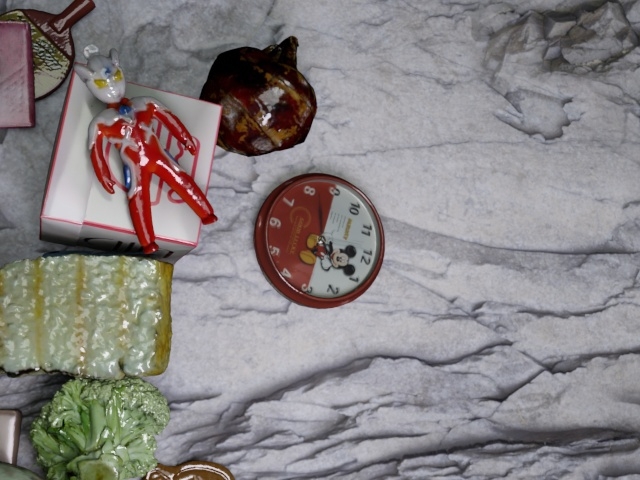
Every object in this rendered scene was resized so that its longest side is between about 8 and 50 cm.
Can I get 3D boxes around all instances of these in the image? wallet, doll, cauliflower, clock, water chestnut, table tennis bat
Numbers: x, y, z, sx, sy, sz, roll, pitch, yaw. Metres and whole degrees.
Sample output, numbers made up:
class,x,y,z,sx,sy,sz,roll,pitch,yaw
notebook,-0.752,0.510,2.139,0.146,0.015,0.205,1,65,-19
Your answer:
class,x,y,z,sx,sy,sz,roll,pitch,yaw
wallet,-0.673,-0.352,1.749,0.119,0.025,0.232,-3,86,-15
doll,-0.332,-0.177,1.492,0.188,0.099,0.384,-30,97,-22
cauliflower,-0.435,0.401,1.602,0.272,0.250,0.275,4,116,-10
wallet,-0.667,0.414,1.650,0.118,0.039,0.152,5,81,-18
clock,0.000,0.000,1.890,0.318,0.080,0.318,4,79,-20
water chestnut,-0.135,-0.311,1.802,0.289,0.289,0.244,-13,104,-18
table tennis bat,-0.621,-0.431,1.802,0.200,0.038,0.310,45,76,-6

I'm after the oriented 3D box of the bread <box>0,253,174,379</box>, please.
class,x,y,z,sx,sy,sz,roll,pitch,yaw
bread,-0.485,0.154,1.631,0.395,0.264,0.239,-1,84,-2

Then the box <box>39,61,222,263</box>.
class,x,y,z,sx,sy,sz,roll,pitch,yaw
box,-0.393,-0.137,1.675,0.300,0.314,0.312,12,78,-17

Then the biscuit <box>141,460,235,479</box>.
class,x,y,z,sx,sy,sz,roll,pitch,yaw
biscuit,-0.290,0.600,1.727,0.257,0.049,0.273,11,77,-14

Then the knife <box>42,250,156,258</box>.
class,x,y,z,sx,sy,sz,roll,pitch,yaw
knife,-0.454,0.028,1.671,0.313,0.044,0.019,-2,95,27

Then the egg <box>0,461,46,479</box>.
class,x,y,z,sx,sy,sz,roll,pitch,yaw
egg,-0.668,0.572,1.463,0.428,0.345,0.345,-25,89,-19
